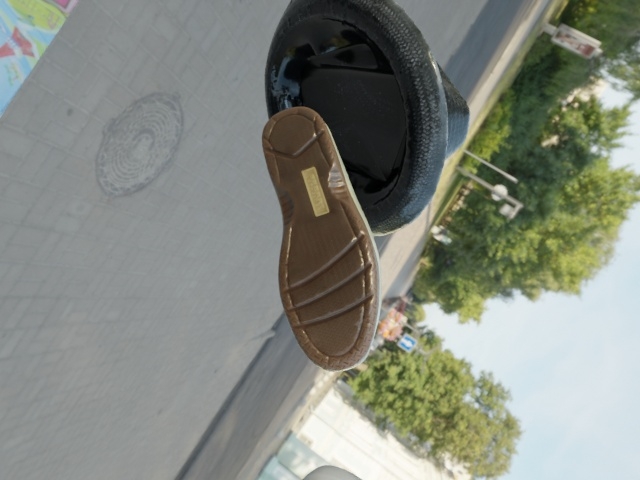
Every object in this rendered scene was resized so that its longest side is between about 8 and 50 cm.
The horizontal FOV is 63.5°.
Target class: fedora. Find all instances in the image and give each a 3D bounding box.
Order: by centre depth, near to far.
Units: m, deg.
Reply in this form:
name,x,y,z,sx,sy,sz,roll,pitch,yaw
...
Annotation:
name,x,y,z,sx,sy,sz,roll,pitch,yaw
fedora,0.069,-0.172,0.664,0.153,0.334,0.334,-19,148,-32

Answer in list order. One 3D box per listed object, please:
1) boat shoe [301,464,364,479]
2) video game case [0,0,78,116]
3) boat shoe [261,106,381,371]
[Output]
name,x,y,z,sx,sy,sz,roll,pitch,yaw
boat shoe,0.052,0.261,0.347,0.076,0.226,0.083,-15,145,-55
video game case,-0.199,-0.146,0.201,0.193,0.023,0.212,-61,149,-8
boat shoe,0.008,-0.002,0.511,0.095,0.095,0.257,53,28,-71
